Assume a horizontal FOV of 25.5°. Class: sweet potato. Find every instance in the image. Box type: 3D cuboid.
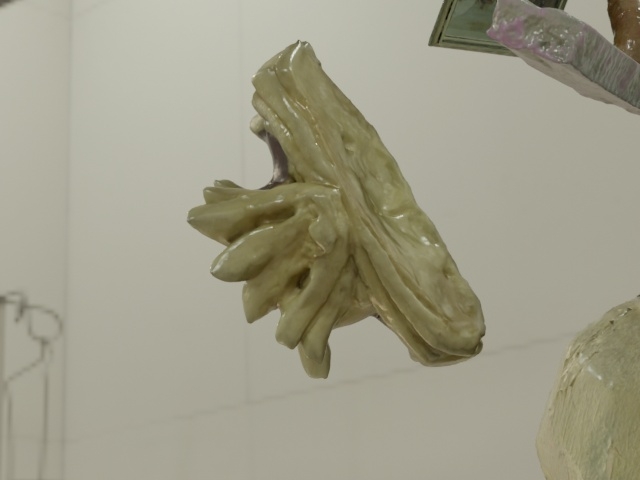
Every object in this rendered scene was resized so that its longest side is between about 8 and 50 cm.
[{"bbox_3d":[0.413,-0.334,1.803,0.109,0.385,0.109,16,-45,16],"label":"sweet potato"}]

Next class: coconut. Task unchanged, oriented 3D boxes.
[{"bbox_3d":[0.464,0.268,1.884,0.346,0.360,0.346,14,15,-4],"label":"coconut"}]

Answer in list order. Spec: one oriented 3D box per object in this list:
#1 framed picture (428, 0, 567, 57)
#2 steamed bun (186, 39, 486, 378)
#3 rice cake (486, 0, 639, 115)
[{"bbox_3d":[0.265,-0.347,1.907,0.017,0.217,0.274,34,25,36],"label":"framed picture"},{"bbox_3d":[0.000,0.000,1.618,0.189,0.428,0.247,-34,-1,22],"label":"steamed bun"},{"bbox_3d":[0.261,-0.179,1.410,0.106,0.050,0.298,25,6,29],"label":"rice cake"}]
